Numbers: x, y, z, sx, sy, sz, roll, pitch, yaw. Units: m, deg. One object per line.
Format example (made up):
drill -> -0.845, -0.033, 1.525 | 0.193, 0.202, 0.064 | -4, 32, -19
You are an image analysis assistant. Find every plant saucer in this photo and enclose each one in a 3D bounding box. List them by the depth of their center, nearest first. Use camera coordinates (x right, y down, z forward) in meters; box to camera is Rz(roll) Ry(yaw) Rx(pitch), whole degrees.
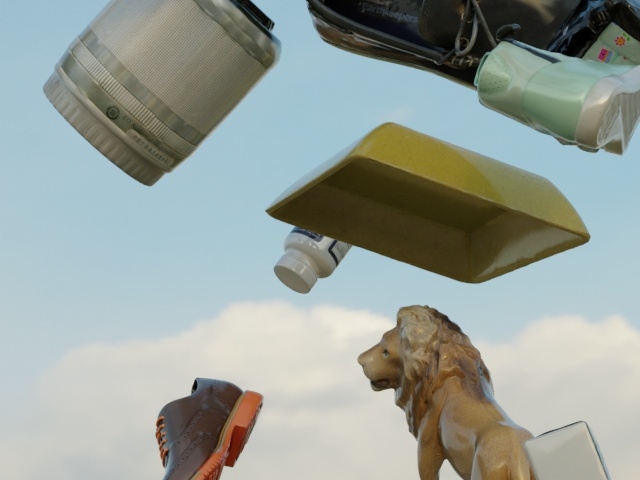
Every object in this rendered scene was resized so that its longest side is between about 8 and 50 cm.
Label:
plant saucer -> 0.137, -0.053, 2.082 | 0.332, 0.081, 0.333 | 19, -18, -17

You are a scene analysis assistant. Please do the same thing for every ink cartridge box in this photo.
ink cartridge box -> 0.263, 0.321, 1.379 | 0.065, 0.333, 0.165 | -20, -11, 7

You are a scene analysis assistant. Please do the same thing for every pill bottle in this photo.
pill bottle -> 0.000, 0.000, 2.540 | 0.094, 0.169, 0.094 | 30, -26, 16

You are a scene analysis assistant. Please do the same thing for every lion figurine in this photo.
lion figurine -> 0.179, 0.236, 1.809 | 0.142, 0.240, 0.392 | -8, 22, -25

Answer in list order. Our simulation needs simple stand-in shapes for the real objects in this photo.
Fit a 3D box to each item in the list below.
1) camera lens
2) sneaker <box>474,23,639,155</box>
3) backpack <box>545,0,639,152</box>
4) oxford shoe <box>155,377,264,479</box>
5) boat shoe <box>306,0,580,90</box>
camera lens -> -0.204, -0.236, 2.132 | 0.274, 0.219, 0.219 | -47, -26, 5
sneaker -> 0.236, -0.151, 1.557 | 0.151, 0.094, 0.256 | 26, 11, 19
backpack -> 0.298, -0.187, 1.745 | 0.182, 0.115, 0.152 | -55, 2, 23
oxford shoe -> -0.153, 0.244, 1.809 | 0.098, 0.097, 0.271 | 25, 28, 6
boat shoe -> 0.187, -0.288, 1.988 | 0.500, 0.187, 0.156 | 14, -10, 28
